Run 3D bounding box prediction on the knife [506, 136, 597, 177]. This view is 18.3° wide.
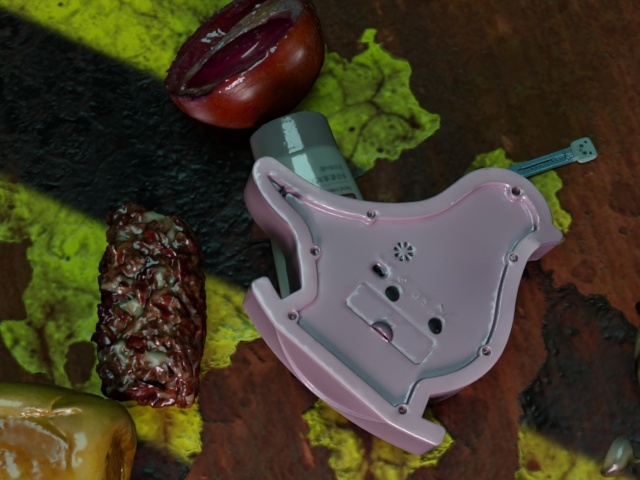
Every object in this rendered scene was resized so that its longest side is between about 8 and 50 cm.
[{"bbox_3d":[0.230,-0.080,1.987,0.096,0.010,0.027,-19,61,-5],"label":"knife"}]

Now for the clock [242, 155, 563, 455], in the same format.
[{"bbox_3d":[0.057,0.015,1.864,0.290,0.080,0.275,38,70,1],"label":"clock"}]

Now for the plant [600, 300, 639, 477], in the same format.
[{"bbox_3d":[0.430,0.120,1.809,0.333,0.180,0.251,12,53,-11],"label":"plant"}]

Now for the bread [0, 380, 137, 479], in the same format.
[{"bbox_3d":[-0.320,0.188,1.808,0.294,0.167,0.132,8,86,8],"label":"bread"}]

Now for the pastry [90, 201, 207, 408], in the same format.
[{"bbox_3d":[-0.157,0.062,1.887,0.097,0.115,0.208,-5,60,10],"label":"pastry"}]

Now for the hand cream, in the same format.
[{"bbox_3d":[0.000,0.000,1.934,0.133,0.083,0.248,-19,71,-5],"label":"hand cream"}]

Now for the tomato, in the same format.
[{"bbox_3d":[-0.065,-0.174,2.022,0.173,0.099,0.189,-37,24,2],"label":"tomato"}]
